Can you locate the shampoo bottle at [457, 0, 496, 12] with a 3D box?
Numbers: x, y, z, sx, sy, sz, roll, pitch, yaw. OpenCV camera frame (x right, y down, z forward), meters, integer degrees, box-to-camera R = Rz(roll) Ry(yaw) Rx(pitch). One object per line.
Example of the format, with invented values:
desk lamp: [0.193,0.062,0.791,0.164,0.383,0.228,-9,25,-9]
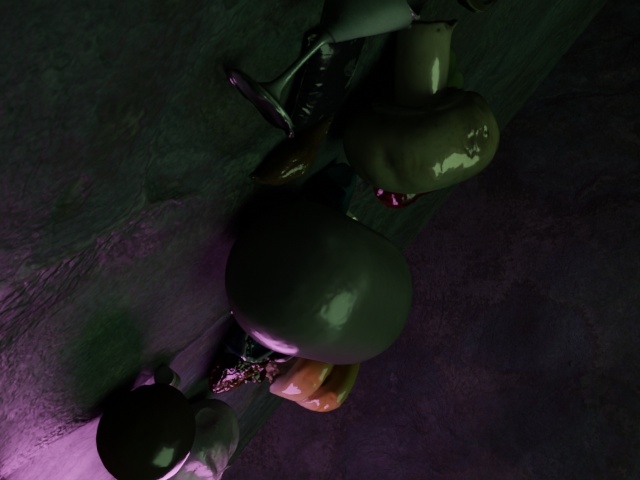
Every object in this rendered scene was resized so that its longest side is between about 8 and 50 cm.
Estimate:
shampoo bottle: [0.286,-0.521,1.416,0.125,0.084,0.350,-55,166,9]

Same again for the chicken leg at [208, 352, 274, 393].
chicken leg: [-0.213,0.344,2.035,0.178,0.083,0.322,-13,162,-14]

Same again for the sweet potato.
sweet potato: [-0.032,-0.157,1.391,0.226,0.068,0.068,-44,166,-30]

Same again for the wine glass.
wine glass: [-0.004,-0.262,1.030,0.232,0.156,0.156,-47,167,-5]

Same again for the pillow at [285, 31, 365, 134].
pillow: [0.012,-0.271,1.254,0.141,0.055,0.208,-32,158,-33]

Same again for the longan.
longan: [-0.351,0.395,1.564,0.196,0.197,0.220,-56,174,23]

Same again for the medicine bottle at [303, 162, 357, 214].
medicine bottle: [0.020,-0.081,1.748,0.124,0.079,0.258,-50,168,-23]

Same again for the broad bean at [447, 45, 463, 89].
broad bean: [0.248,-0.359,1.736,0.169,0.100,0.228,-55,157,-7]

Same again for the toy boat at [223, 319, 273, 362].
toy boat: [-0.118,0.225,1.934,0.309,0.143,0.129,-29,126,-56]

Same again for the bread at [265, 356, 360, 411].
bread: [-0.022,0.374,2.402,0.329,0.245,0.424,-32,-167,9]

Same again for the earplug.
earplug: [-0.016,0.081,1.547,0.312,0.313,0.394,-52,154,5]

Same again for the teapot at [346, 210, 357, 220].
teapot: [0.000,0.000,1.932,0.200,0.077,0.107,-50,-173,-2]

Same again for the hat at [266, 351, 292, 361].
hat: [-0.084,0.235,2.155,0.275,0.161,0.232,-28,177,6]

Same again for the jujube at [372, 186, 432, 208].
jujube: [0.247,-0.181,2.089,0.230,0.155,0.155,-38,162,-30]

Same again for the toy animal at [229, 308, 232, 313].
toy animal: [-0.144,0.125,1.776,0.214,0.094,0.186,-50,174,-37]

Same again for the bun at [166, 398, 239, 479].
bun: [-0.354,0.596,2.104,0.354,0.194,0.354,-48,169,-13]

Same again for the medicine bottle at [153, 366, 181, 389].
medicine bottle: [-0.335,0.305,1.686,0.047,0.047,0.083,-47,167,-14]

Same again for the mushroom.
mushroom: [0.196,-0.268,1.530,0.314,0.315,0.336,-34,128,-53]
